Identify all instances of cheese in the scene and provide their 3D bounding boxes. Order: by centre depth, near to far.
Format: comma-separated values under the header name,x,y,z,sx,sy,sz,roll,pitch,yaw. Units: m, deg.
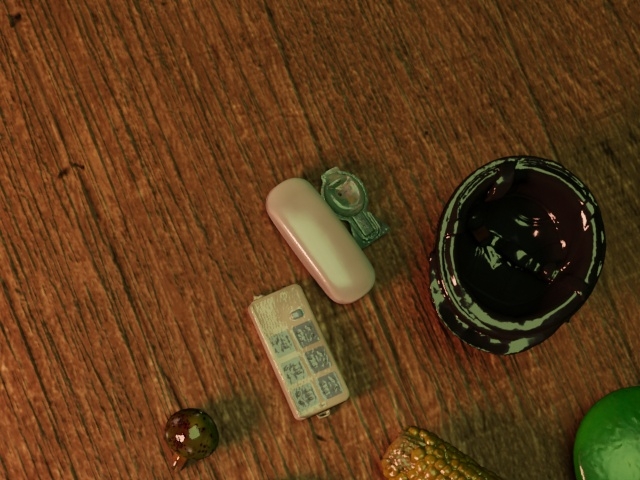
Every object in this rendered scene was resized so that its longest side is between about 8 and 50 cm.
name,x,y,z,sx,sy,sz,roll,pitch,yaw
cheese,0.044,-0.049,1.987,0.067,0.026,0.121,-33,85,-17

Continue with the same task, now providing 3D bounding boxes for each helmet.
name,x,y,z,sx,sy,sz,roll,pitch,yaw
helmet,0.259,0.022,1.945,0.230,0.160,0.279,27,85,-4

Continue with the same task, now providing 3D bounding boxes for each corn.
name,x,y,z,sx,sy,sz,roll,pitch,yaw
corn,0.221,0.370,1.872,0.322,0.119,0.119,40,72,5

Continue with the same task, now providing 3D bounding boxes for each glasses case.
name,x,y,z,sx,sy,sz,roll,pitch,yaw
glasses case,0.000,0.000,1.953,0.076,0.049,0.197,-36,85,-17

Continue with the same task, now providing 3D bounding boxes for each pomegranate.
name,x,y,z,sx,sy,sz,roll,pitch,yaw
pomegranate,-0.177,0.260,1.845,0.084,0.073,0.073,-38,86,-2

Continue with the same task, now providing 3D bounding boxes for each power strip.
name,x,y,z,sx,sy,sz,roll,pitch,yaw
power strip,-0.031,0.153,1.917,0.081,0.035,0.192,-22,82,-16

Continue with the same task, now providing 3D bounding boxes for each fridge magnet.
name,x,y,z,sx,sy,sz,roll,pitch,yaw
fridge magnet,0.449,0.306,1.947,0.208,0.088,0.208,3,74,-11
